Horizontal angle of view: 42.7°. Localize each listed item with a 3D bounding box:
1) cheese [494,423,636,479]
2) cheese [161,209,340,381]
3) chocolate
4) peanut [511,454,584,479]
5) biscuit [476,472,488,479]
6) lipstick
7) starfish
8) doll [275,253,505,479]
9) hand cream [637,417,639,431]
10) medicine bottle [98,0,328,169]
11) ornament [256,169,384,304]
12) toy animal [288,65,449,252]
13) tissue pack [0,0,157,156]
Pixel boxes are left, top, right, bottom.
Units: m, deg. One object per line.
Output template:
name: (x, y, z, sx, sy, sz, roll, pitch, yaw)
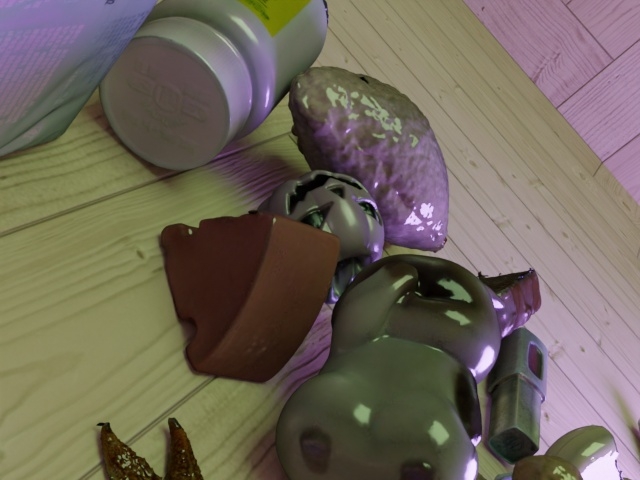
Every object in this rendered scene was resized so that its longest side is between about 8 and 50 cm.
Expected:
cheese: (0.354, 0.371, 1.201, 0.249, 0.163, 0.071, -19, 22, -23)
cheese: (-0.097, 0.071, 0.954, 0.128, 0.203, 0.177, 21, 70, -45)
chocolate: (0.269, 0.110, 1.343, 0.214, 0.148, 0.093, -20, 97, -55)
peanut: (0.323, 0.384, 1.084, 0.224, 0.129, 0.129, 57, 28, -13)
biscuit: (0.162, 0.434, 0.888, 0.144, 0.078, 0.426, 37, 30, -19)
lipstick: (0.314, 0.245, 1.311, 0.079, 0.077, 0.253, 44, 32, -8)
starfish: (-0.128, 0.264, 0.749, 0.241, 0.043, 0.227, 15, 44, -48)
doll: (0.089, 0.164, 0.935, 0.226, 0.215, 0.370, 68, 33, -48)
hand cream: (0.668, 0.469, 1.525, 0.111, 0.070, 0.312, 32, 37, -31)
medicine bottle: (-0.139, -0.264, 1.164, 0.213, 0.213, 0.378, 42, 36, -10)
ornament: (0.001, 0.000, 1.093, 0.177, 0.177, 0.177, 33, 33, -25)
toy animal: (0.082, -0.126, 1.232, 0.358, 0.188, 0.226, 54, 7, -23)
tissue pack: (-0.306, -0.264, 0.772, 0.205, 0.405, 0.332, 45, 30, 0)
